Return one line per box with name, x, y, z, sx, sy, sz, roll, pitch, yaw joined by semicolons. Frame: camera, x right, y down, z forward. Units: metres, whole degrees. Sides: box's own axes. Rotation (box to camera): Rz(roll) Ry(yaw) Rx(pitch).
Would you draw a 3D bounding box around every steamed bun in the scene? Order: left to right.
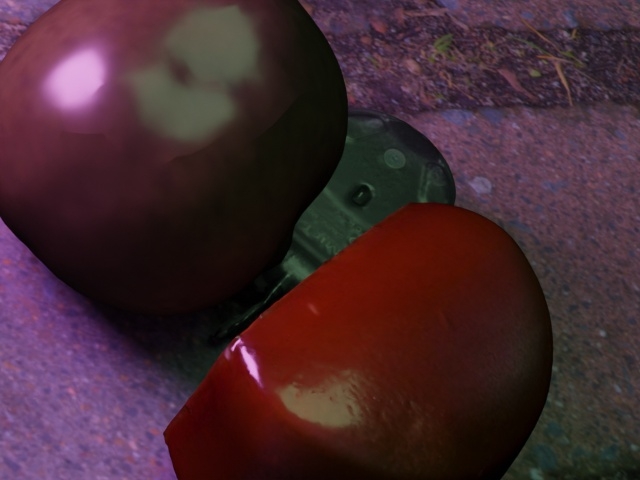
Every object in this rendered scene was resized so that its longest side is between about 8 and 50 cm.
steamed bun;0.063;0.145;1.725;0.248;0.235;0.379;45;42;9

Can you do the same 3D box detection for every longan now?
longan;-0.142;-0.102;1.809;0.361;0.361;0.361;16;41;-14

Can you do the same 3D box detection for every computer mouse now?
computer mouse;0.000;0.000;1.973;0.167;0.090;0.379;42;53;8
